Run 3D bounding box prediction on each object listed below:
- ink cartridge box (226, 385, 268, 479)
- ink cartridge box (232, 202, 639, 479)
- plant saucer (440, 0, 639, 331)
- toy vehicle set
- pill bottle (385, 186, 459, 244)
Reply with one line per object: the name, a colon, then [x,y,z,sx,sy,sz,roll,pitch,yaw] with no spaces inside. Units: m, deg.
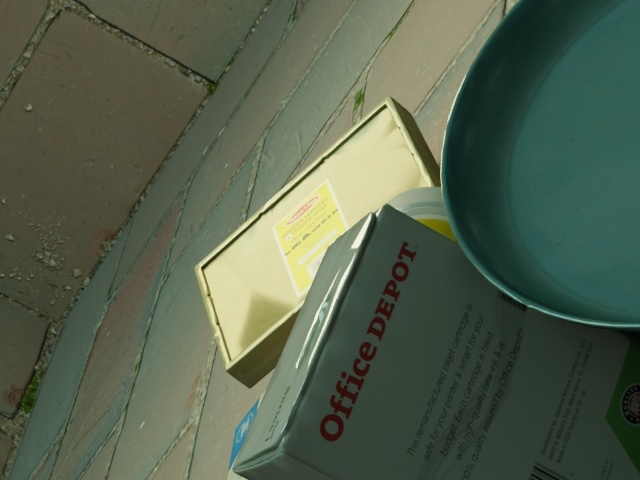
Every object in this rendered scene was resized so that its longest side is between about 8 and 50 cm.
ink cartridge box: [0.009,0.139,1.633,0.231,0.078,0.134,-54,14,26]
ink cartridge box: [0.082,0.103,1.086,0.160,0.219,0.092,-66,13,-22]
plant saucer: [0.216,-0.075,1.050,0.317,0.044,0.318,-20,45,21]
toy vehicle set: [0.000,0.000,1.803,0.267,0.035,0.166,-41,36,16]
pill bottle: [0.080,0.055,1.442,0.119,0.119,0.208,-54,14,31]
